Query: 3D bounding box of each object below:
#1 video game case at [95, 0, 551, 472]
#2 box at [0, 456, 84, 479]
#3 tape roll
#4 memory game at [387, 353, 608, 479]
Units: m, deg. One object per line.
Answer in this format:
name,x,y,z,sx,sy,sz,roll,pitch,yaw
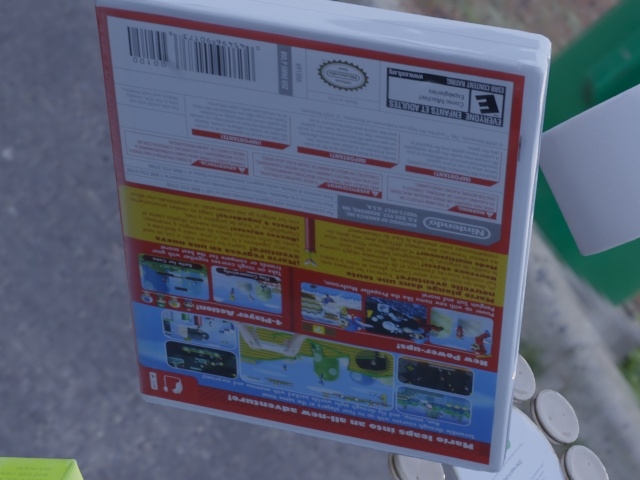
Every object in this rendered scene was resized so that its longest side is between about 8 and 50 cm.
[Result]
video game case,0.000,0.000,0.902,0.204,0.285,0.025,11,46,10
box,-0.204,0.189,0.980,0.178,0.109,0.042,-66,148,-48
tape roll,0.301,-0.091,1.374,0.100,0.286,0.286,64,24,1
memory game,0.106,0.134,1.066,0.186,0.012,0.186,29,42,-29
